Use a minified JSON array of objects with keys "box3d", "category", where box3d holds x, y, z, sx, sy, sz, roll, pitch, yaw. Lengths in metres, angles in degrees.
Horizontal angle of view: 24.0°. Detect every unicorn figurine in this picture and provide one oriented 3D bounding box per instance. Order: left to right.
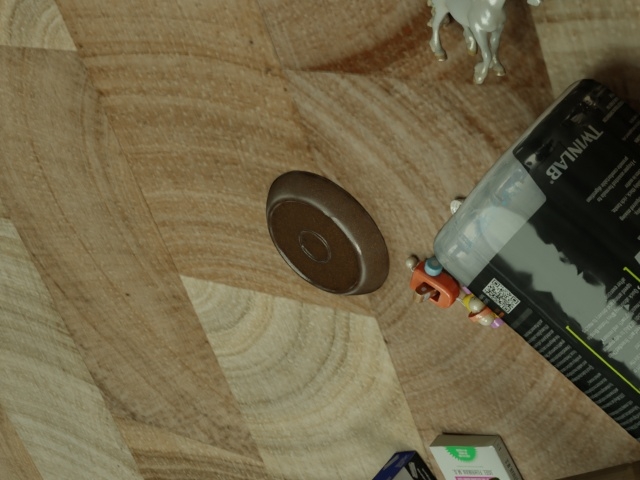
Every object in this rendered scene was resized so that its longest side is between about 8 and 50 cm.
[{"box3d":[0.138,-0.196,1.290,0.162,0.060,0.111,24,130,39],"category":"unicorn figurine"}]

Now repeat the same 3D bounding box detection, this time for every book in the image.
[{"box3d":[0.200,0.290,1.770,0.096,0.035,0.144,-7,119,46],"category":"book"}]

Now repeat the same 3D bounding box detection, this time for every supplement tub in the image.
[{"box3d":[0.279,0.043,1.261,0.338,0.207,0.207,43,146,6],"category":"supplement tub"}]

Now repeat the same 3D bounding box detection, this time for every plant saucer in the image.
[{"box3d":[0.000,0.000,1.680,0.168,0.029,0.168,29,144,24],"category":"plant saucer"}]

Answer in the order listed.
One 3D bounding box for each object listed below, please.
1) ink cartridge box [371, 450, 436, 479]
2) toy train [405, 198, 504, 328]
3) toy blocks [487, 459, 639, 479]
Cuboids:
[{"box3d":[0.133,0.370,1.862,0.046,0.097,0.207,-15,113,53],"category":"ink cartridge box"},{"box3d":[0.142,0.037,1.547,0.125,0.046,0.166,37,146,12],"category":"toy train"},{"box3d":[0.334,0.307,1.198,0.261,0.191,0.381,-23,108,43],"category":"toy blocks"}]
